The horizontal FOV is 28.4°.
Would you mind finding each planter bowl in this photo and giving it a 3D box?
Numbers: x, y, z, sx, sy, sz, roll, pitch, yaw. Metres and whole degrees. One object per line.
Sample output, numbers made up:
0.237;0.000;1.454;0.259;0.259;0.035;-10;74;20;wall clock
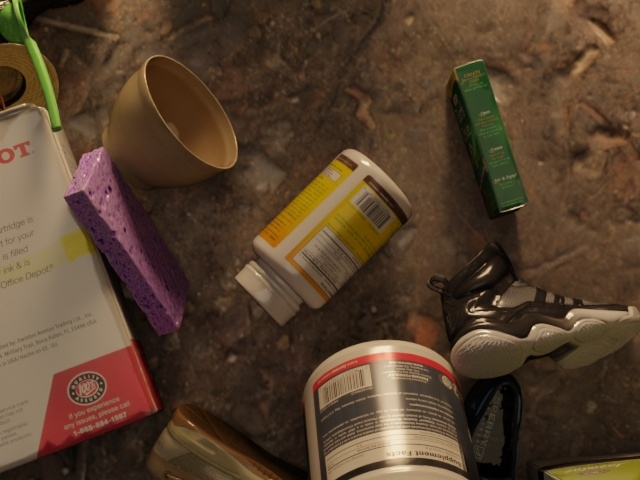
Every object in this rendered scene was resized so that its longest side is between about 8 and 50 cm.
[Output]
-0.193;-0.127;1.528;0.109;0.162;0.162;-33;86;23;planter bowl

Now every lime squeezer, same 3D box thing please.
-0.383;-0.254;1.452;0.310;0.059;0.110;37;56;9;lime squeezer

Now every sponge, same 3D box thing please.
-0.222;0.001;1.480;0.031;0.117;0.210;-23;116;13;sponge

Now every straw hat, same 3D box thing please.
-0.401;-0.195;1.561;0.144;0.144;0.061;-33;44;-4;straw hat

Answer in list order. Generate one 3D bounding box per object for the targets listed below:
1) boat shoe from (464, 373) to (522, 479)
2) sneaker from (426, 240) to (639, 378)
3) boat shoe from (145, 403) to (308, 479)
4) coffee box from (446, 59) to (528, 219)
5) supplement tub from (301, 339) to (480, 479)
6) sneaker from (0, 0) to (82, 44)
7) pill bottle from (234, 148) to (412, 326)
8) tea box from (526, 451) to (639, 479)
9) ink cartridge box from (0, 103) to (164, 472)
0.183;0.282;1.523;0.109;0.089;0.258;7;85;-1;boat shoe
0.259;0.074;1.534;0.269;0.101;0.153;-6;55;-25;sneaker
-0.068;0.317;1.510;0.302;0.109;0.098;33;97;1;boat shoe
0.202;-0.121;1.549;0.040;0.113;0.184;-17;87;0;coffee box
0.081;0.264;1.415;0.191;0.191;0.272;-4;43;-2;supplement tub
-0.396;-0.320;1.565;0.286;0.109;0.130;-32;79;-12;sneaker
0.000;0.000;1.529;0.215;0.117;0.117;-44;87;-5;pill bottle
0.427;0.353;1.407;0.329;0.323;0.219;-4;85;-1;tea box
-0.379;0.070;1.490;0.279;0.160;0.384;-20;86;-4;ink cartridge box
